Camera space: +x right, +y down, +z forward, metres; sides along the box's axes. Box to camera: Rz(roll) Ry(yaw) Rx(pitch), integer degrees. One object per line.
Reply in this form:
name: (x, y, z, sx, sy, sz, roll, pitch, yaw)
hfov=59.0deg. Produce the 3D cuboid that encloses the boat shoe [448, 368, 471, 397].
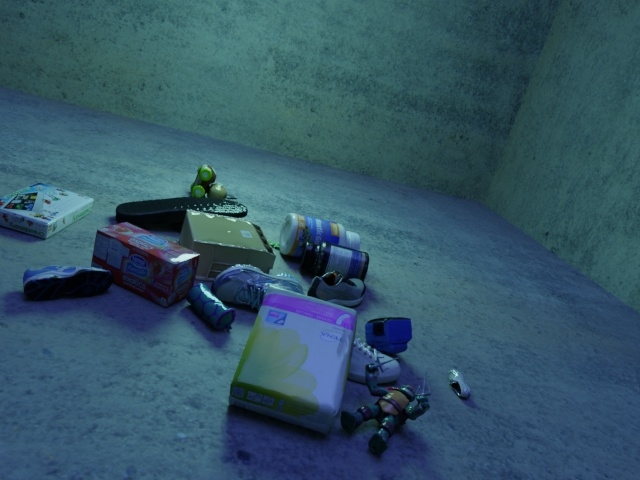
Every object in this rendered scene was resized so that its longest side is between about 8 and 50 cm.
boat shoe: (0.353, 0.371, 1.474, 0.035, 0.035, 0.100, 12, 25, -21)

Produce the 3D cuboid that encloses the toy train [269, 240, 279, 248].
toy train: (-0.155, 0.022, 2.067, 0.083, 0.017, 0.024, 17, 28, 0)

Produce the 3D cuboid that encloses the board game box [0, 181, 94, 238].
board game box: (-0.858, -0.099, 1.743, 0.192, 0.053, 0.305, 17, 18, -2)

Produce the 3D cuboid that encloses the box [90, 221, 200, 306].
box: (-0.467, 0.059, 1.509, 0.256, 0.128, 0.122, 21, 19, 16)

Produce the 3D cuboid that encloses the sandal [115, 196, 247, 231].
sandal: (-0.480, -0.081, 1.982, 0.445, 0.107, 0.167, -3, 25, -17)

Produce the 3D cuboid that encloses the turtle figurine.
turtle figurine: (0.155, 0.352, 1.225, 0.175, 0.118, 0.234, 12, 28, 36)

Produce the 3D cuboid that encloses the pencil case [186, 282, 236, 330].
pencil case: (-0.280, 0.169, 1.454, 0.070, 0.065, 0.151, -21, 39, -37)

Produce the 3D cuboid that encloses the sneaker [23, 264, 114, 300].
sneaker: (-0.610, 0.089, 1.374, 0.211, 0.080, 0.081, 1, 27, -42)

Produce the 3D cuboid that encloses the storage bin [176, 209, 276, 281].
storage bin: (-0.299, 0.023, 1.773, 0.260, 0.123, 0.262, 10, 19, -22)

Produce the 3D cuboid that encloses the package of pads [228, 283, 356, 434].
package of pads: (-0.047, 0.251, 1.231, 0.229, 0.101, 0.297, 17, 42, 1)

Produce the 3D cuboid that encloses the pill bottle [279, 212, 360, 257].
pill bottle: (0.000, 0.000, 2.044, 0.271, 0.152, 0.152, 11, 19, -20)

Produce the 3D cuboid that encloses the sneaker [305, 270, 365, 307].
sneaker: (0.060, 0.146, 1.753, 0.100, 0.108, 0.271, 27, 19, 32)

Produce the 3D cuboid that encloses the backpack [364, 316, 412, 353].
backpack: (0.177, 0.259, 1.545, 0.097, 0.101, 0.120, 10, -13, -32)

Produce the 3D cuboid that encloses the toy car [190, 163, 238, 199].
toy car: (-0.432, -0.217, 2.347, 0.188, 0.149, 0.155, 23, 5, -19)

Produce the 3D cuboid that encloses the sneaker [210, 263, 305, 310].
sneaker: (-0.161, 0.143, 1.569, 0.282, 0.110, 0.122, 6, 25, -30)

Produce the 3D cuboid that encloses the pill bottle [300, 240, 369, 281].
pill bottle: (0.047, 0.073, 1.925, 0.219, 0.123, 0.123, 15, 18, -6)

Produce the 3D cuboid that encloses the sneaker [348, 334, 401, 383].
sneaker: (0.073, 0.266, 1.396, 0.289, 0.123, 0.106, 16, 16, -7)
